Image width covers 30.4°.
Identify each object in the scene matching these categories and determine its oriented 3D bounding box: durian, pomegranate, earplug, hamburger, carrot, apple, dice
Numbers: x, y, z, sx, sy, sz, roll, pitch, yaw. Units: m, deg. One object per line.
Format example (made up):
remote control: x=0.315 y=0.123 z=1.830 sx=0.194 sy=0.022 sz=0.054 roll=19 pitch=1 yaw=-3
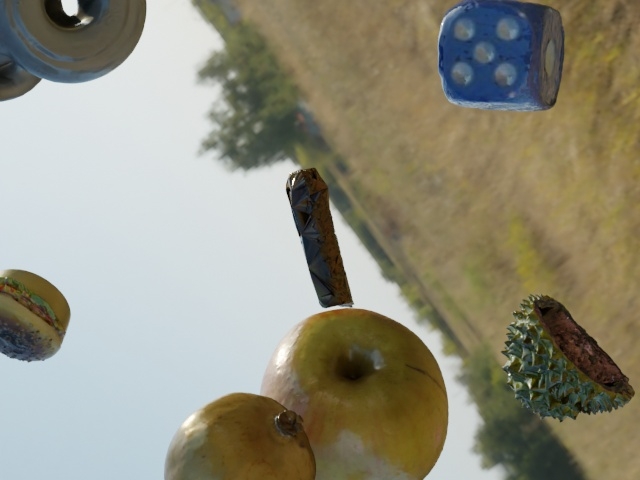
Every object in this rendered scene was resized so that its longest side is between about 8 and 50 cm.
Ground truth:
durian: x=0.248 y=0.144 z=1.309 sx=0.119 sy=0.108 sz=0.187 roll=18 pitch=-153 yaw=-38
pomegranate: x=-0.090 y=0.269 z=1.417 sx=0.196 sy=0.196 sz=0.196 roll=53 pitch=-176 yaw=-5
earplug: x=-0.400 y=-0.306 z=1.632 sx=0.175 sy=0.325 sz=0.214 roll=-60 pitch=-49 yaw=-73
hamburger: x=-0.370 y=0.095 z=1.450 sx=0.126 sy=0.141 sz=0.081 roll=42 pitch=-138 yaw=-21
carrot: x=-0.001 y=0.000 z=1.850 sx=0.069 sy=0.069 sz=0.229 roll=16 pitch=-120 yaw=-84
apple: x=0.049 y=0.238 z=1.671 sx=0.233 sy=0.286 sz=0.286 roll=91 pitch=155 yaw=-44
dice: x=0.249 y=-0.251 z=1.603 sx=0.146 sy=0.146 sz=0.143 roll=-2 pitch=-85 yaw=-62
